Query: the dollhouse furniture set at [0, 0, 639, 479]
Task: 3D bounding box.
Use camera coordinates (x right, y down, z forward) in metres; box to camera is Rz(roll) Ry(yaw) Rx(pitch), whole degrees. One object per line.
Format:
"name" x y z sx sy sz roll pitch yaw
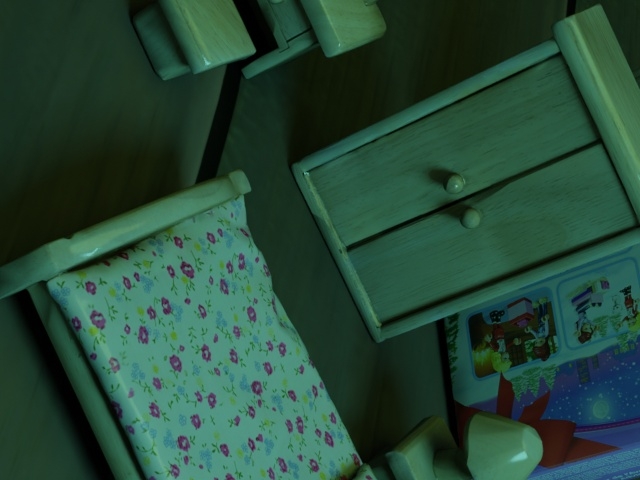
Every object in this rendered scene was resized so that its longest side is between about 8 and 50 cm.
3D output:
"dollhouse furniture set" 0.000 0.000 0.612 0.355 0.173 0.303 -29 94 -57

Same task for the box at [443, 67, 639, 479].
"box" 0.196 0.004 0.771 0.057 0.293 0.201 27 50 -48
